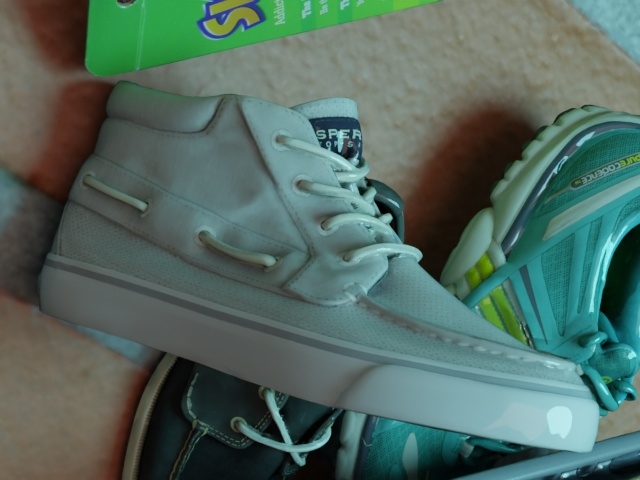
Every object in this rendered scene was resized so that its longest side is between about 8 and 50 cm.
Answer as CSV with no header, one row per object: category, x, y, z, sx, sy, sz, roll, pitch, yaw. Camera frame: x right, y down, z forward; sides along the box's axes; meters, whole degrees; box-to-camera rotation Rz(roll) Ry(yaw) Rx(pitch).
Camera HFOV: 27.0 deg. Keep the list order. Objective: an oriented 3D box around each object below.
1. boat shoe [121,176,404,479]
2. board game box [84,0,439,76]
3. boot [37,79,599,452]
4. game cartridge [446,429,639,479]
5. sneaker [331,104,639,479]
boat shoe,-0.028,0.073,0.638,0.084,0.079,0.233,26,87,-32
board game box,0.011,-0.153,0.608,0.259,0.039,0.124,-20,146,-28
boot,0.000,0.000,0.551,0.095,0.258,0.123,21,83,-66
game cartridge,0.075,0.187,0.668,0.297,0.062,0.198,-7,134,-34
sneaker,0.102,0.058,0.670,0.275,0.110,0.107,-57,143,1
